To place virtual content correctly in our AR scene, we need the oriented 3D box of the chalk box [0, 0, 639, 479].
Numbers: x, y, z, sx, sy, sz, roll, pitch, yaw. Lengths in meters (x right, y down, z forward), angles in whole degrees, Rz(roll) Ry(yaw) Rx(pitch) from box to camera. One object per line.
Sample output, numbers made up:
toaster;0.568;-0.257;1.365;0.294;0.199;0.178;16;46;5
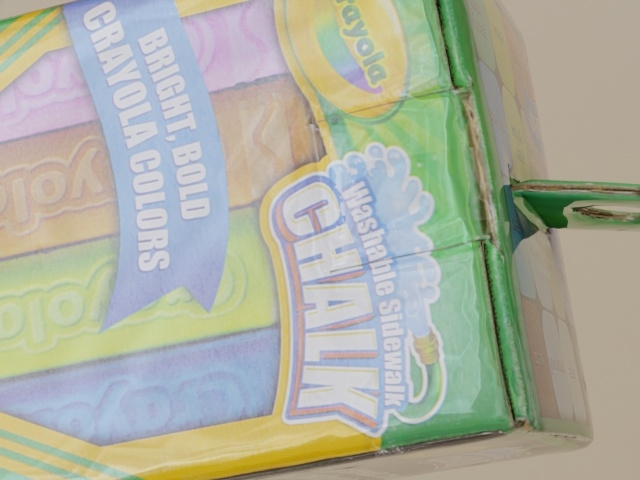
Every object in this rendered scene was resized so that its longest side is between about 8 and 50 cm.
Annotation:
chalk box;0.000;0.000;0.471;0.213;0.132;0.132;-12;169;13
